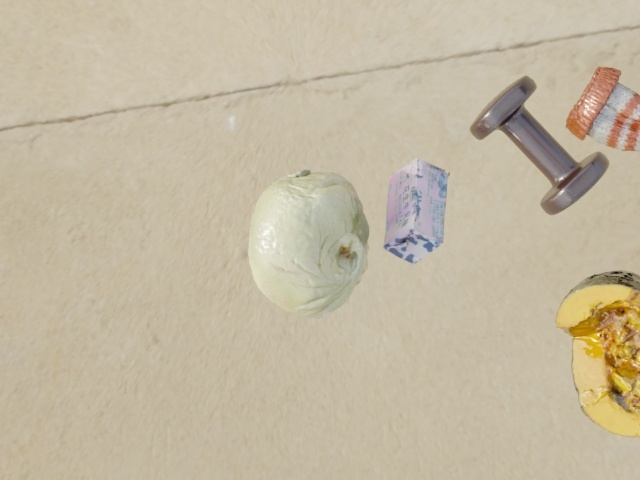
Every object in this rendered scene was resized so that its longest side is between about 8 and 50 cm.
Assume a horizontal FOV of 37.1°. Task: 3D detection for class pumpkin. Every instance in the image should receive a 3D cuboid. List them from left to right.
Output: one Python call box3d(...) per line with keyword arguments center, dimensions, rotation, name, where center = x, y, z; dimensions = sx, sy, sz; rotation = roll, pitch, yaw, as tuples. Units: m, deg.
box3d(center=(0.324, 0.107, 1.021), dimensions=(0.119, 0.107, 0.183), rotation=(-9, 110, 23), name="pumpkin")

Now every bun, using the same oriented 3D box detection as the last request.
box3d(center=(0.000, 0.000, 1.547), dimensions=(0.153, 0.244, 0.244), rotation=(9, 102, 33), name="bun")

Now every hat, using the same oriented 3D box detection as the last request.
box3d(center=(0.419, -0.155, 1.288), dimensions=(0.162, 0.112, 0.093), rotation=(30, 56, 12), name="hat")

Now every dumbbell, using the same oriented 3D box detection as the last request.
box3d(center=(0.374, -0.162, 1.635), dimensions=(0.140, 0.124, 0.225), rotation=(-44, 89, 2), name="dumbbell")

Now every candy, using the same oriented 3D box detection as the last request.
box3d(center=(0.162, -0.052, 1.606), dimensions=(0.073, 0.092, 0.160), rotation=(23, 55, -23), name="candy")
